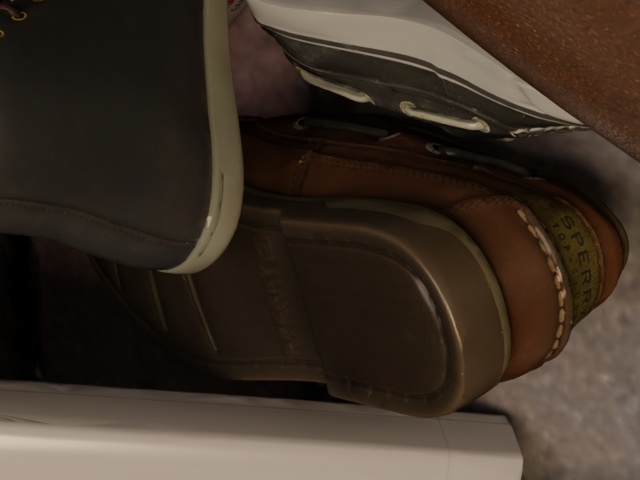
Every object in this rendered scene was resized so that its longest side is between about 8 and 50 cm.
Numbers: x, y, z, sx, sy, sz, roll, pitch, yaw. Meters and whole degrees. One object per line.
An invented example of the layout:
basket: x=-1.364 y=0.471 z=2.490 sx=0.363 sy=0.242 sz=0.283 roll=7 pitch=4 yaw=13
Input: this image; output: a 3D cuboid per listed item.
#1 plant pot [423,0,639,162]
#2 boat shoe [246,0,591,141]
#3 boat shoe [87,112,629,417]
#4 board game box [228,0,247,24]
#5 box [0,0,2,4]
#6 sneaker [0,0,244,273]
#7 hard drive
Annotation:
plant pot: x=0.164 y=-0.084 z=0.551 sx=0.230 sy=0.215 sz=0.215 roll=47 pitch=134 yaw=1
boat shoe: x=0.068 y=-0.079 z=0.723 sx=0.219 sy=0.078 sz=0.070 roll=20 pitch=153 yaw=34
boat shoe: x=0.000 y=0.000 z=0.793 sx=0.307 sy=0.104 sz=0.111 roll=21 pitch=128 yaw=49
board game box: x=-0.096 y=-0.184 z=0.852 sx=0.193 sy=0.045 sz=0.147 roll=57 pitch=134 yaw=12
box: x=-0.427 y=0.089 z=0.925 sx=0.297 sy=0.471 sz=0.480 roll=-95 pitch=14 yaw=-59
sneaker: x=-0.104 y=-0.097 z=0.736 sx=0.083 sy=0.118 sz=0.222 roll=-39 pitch=54 yaw=39
hard drive: x=-0.108 y=0.167 z=0.812 sx=0.047 sy=0.353 sz=0.233 roll=-106 pitch=25 yaw=-57
